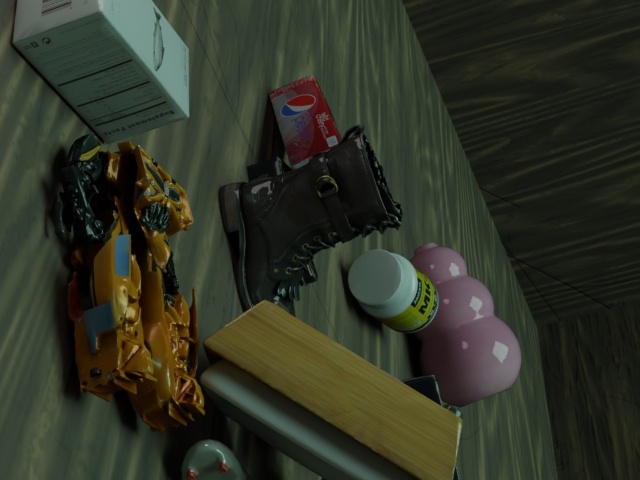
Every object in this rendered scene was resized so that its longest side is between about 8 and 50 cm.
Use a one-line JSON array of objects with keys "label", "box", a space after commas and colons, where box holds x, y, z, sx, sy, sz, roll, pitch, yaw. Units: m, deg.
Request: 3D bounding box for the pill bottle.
[{"label": "pill bottle", "box": [0.129, 0.089, 2.054, 0.208, 0.119, 0.119, 36, 41, -64]}]

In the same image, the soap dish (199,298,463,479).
[{"label": "soap dish", "box": [0.015, 0.188, 1.251, 0.118, 0.291, 0.229, -57, 171, -14]}]

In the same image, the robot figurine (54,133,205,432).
[{"label": "robot figurine", "box": [-0.182, 0.032, 1.151, 0.211, 0.085, 0.291, 49, 30, -58]}]

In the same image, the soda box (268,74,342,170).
[{"label": "soda box", "box": [-0.011, -0.156, 1.782, 0.263, 0.083, 0.092, -107, 171, -57]}]

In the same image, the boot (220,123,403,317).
[{"label": "boot", "box": [0.000, 0.000, 1.519, 0.091, 0.229, 0.263, -18, 91, -74]}]

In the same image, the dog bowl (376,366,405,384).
[{"label": "dog bowl", "box": [0.027, 0.207, 1.512, 0.074, 0.166, 0.297, -67, 163, 4]}]

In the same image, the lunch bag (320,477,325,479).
[{"label": "lunch bag", "box": [0.030, 0.402, 1.378, 0.223, 0.160, 0.262, -32, 112, -72]}]

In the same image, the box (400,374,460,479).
[{"label": "box", "box": [0.174, 0.415, 1.820, 0.318, 0.097, 0.394, 87, -10, -81]}]

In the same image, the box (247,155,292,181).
[{"label": "box", "box": [-0.067, -0.069, 1.679, 0.062, 0.052, 0.083, 38, 38, -63]}]

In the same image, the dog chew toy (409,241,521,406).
[{"label": "dog chew toy", "box": [0.271, 0.163, 2.331, 0.331, 0.207, 0.206, 69, 15, 11]}]

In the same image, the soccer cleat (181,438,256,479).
[{"label": "soccer cleat", "box": [-0.101, 0.268, 1.244, 0.076, 0.068, 0.196, -95, 168, -48]}]

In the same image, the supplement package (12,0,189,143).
[{"label": "supplement package", "box": [-0.222, -0.202, 1.200, 0.179, 0.105, 0.105, 52, 27, -53]}]

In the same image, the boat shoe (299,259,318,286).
[{"label": "boat shoe", "box": [-0.030, 0.008, 1.749, 0.046, 0.038, 0.125, 40, 38, -63]}]
